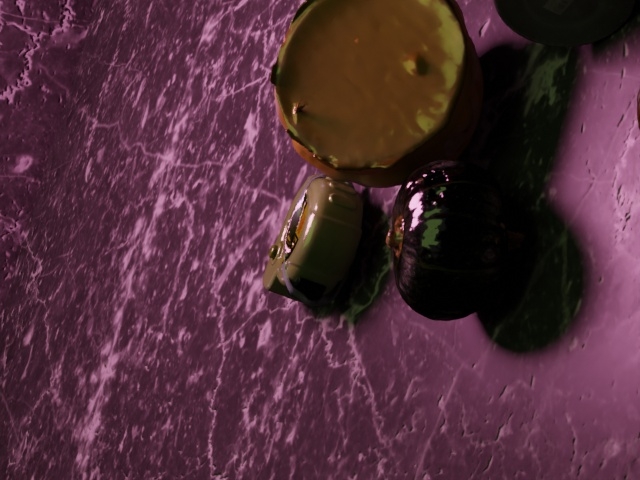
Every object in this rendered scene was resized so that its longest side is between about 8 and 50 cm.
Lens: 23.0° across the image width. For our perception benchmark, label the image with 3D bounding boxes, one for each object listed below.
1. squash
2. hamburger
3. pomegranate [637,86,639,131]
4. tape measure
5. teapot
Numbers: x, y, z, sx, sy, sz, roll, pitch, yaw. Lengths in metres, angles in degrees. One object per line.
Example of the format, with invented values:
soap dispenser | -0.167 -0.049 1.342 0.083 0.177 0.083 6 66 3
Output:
squash | 0.154 -0.002 1.866 0.193 0.156 0.193 18 111 61
hamburger | 0.082 -0.191 2.006 0.237 0.276 0.276 35 -110 -74
pomegranate | 0.417 -0.141 1.483 0.246 0.198 0.198 -35 28 -12
tape measure | 0.000 0.000 2.175 0.200 0.106 0.175 -66 16 5
teapot | 0.295 -0.338 1.835 0.239 0.162 0.149 -32 35 41
